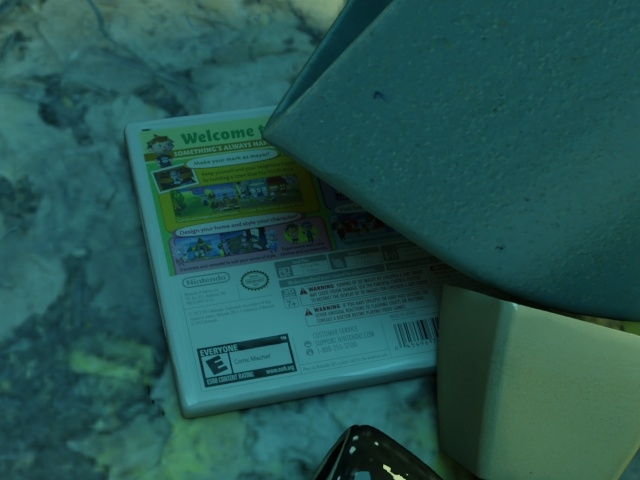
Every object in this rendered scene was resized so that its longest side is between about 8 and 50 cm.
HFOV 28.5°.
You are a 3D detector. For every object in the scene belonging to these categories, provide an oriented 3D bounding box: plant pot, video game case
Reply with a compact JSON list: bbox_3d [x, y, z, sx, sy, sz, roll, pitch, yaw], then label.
[{"bbox_3d":[0.163,-0.103,0.719,0.252,0.248,0.247,41,34,-11],"label":"plant pot"},{"bbox_3d":[0.000,0.000,0.780,0.212,0.023,0.193,-9,65,-14],"label":"video game case"},{"bbox_3d":[0.121,0.087,0.705,0.109,0.109,0.096,15,90,-13],"label":"plant pot"}]

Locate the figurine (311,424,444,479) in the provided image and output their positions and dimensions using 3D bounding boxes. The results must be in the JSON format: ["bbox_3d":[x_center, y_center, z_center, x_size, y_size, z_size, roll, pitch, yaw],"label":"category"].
[{"bbox_3d":[0.060,0.234,0.637,0.209,0.092,0.215,29,62,0],"label":"figurine"}]
